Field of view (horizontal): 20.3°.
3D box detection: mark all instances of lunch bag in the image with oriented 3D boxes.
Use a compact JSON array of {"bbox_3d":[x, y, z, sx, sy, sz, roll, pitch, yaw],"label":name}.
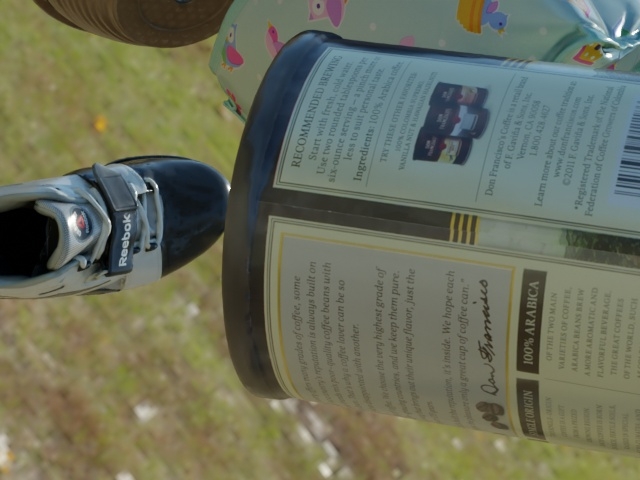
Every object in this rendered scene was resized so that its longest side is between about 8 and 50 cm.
[{"bbox_3d":[0.061,-0.123,1.200,0.223,0.262,0.160,52,31,16],"label":"lunch bag"}]

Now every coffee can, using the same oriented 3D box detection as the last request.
[{"bbox_3d":[0.111,0.006,0.932,0.275,0.202,0.201,9,-2,17],"label":"coffee can"}]

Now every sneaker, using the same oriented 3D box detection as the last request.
[{"bbox_3d":[-0.209,-0.003,1.556,0.146,0.330,0.123,1,-78,63],"label":"sneaker"}]

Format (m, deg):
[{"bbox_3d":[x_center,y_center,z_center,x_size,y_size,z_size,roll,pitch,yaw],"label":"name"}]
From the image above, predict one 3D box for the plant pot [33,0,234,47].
[{"bbox_3d":[-0.124,-0.233,1.424,0.237,0.237,0.110,38,22,-52],"label":"plant pot"}]
